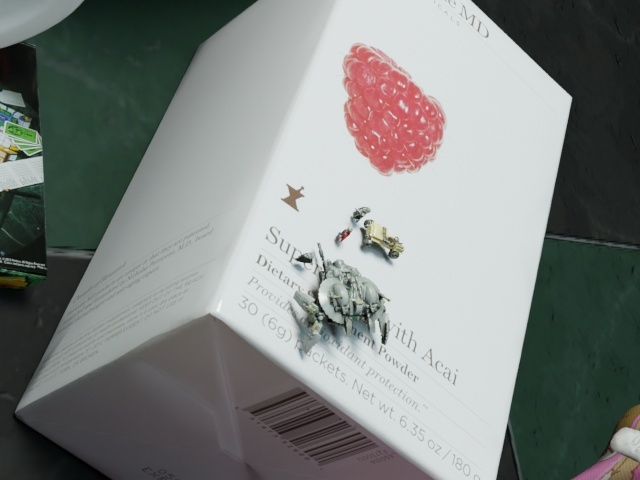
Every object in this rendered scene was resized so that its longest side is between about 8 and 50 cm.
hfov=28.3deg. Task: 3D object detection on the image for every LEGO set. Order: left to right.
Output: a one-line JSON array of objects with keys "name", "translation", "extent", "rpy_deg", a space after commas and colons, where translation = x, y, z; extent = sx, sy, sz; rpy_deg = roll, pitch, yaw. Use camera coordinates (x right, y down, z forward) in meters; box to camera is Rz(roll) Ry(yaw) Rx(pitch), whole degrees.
[{"name": "LEGO set", "translation": [0.016, 0.016, 0.554], "extent": [0.054, 0.023, 0.083], "rpy_deg": [32, 52, -26]}]

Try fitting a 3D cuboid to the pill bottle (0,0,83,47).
[{"name": "pill bottle", "translation": [-0.195, -0.210, 0.615], "extent": [0.121, 0.121, 0.221], "rpy_deg": [-5, 65, -48]}]

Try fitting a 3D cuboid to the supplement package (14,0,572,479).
[{"name": "supplement package", "translation": [0.000, 0.000, 0.695], "extent": [0.177, 0.175, 0.293], "rpy_deg": [38, 47, -23]}]

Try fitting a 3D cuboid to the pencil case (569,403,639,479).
[{"name": "pencil case", "translation": [0.069, 0.227, 0.569], "extent": [0.386, 0.160, 0.167], "rpy_deg": [-33, 100, -18]}]

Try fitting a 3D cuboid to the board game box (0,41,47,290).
[{"name": "board game box", "translation": [-0.244, -0.059, 0.580], "extent": [0.260, 0.030, 0.136], "rpy_deg": [13, 65, -43]}]
